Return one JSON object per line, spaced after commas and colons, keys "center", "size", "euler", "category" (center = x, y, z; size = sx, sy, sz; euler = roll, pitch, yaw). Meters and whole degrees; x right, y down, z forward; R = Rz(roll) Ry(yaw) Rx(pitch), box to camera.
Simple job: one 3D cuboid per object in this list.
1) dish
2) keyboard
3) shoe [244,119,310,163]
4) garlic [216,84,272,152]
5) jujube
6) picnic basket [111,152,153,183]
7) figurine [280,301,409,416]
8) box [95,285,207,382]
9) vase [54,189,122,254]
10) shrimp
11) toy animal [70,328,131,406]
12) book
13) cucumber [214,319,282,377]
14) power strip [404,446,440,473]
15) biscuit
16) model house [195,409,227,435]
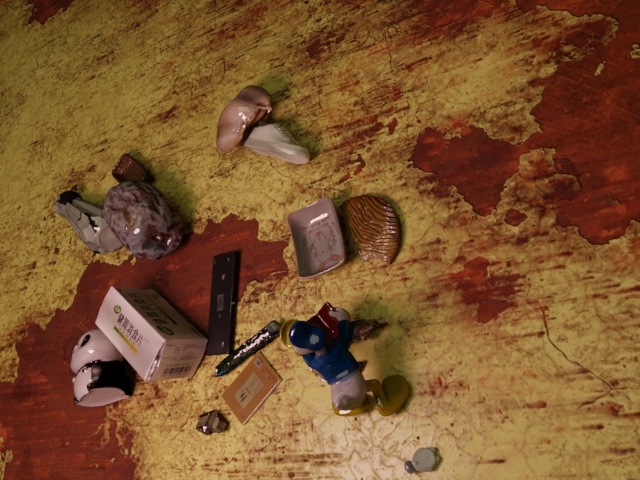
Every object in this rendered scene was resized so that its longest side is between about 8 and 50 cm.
{"center": [0.000, 0.000, 1.673], "size": [0.151, 0.077, 0.213], "euler": [-24, 61, 21], "category": "dish"}
{"center": [-0.292, 0.189, 1.818], "size": [0.106, 0.027, 0.317], "euler": [-11, 67, 32], "category": "keyboard"}
{"center": [-0.126, -0.313, 1.858], "size": [0.264, 0.095, 0.110], "euler": [17, 81, 38], "category": "shoe"}
{"center": [-0.252, -0.413, 1.925], "size": [0.228, 0.110, 0.217], "euler": [-30, 32, 37], "category": "garlic"}
{"center": [-0.586, -0.073, 1.982], "size": [0.226, 0.226, 0.317], "euler": [-54, 49, 4], "category": "jujube"}
{"center": [-0.690, -0.240, 2.206], "size": [0.193, 0.055, 0.110], "euler": [39, 96, 35], "category": "picnic basket"}
{"center": [0.031, 0.251, 1.410], "size": [0.204, 0.338, 0.284], "euler": [-28, 49, 14], "category": "figurine"}
{"center": [-0.513, 0.281, 1.820], "size": [0.332, 0.173, 0.145], "euler": [33, 103, 35], "category": "box"}
{"center": [-0.847, -0.075, 2.191], "size": [0.360, 0.165, 0.165], "euler": [27, 88, 40], "category": "vase"}
{"center": [0.072, 0.279, 1.549], "size": [0.251, 0.052, 0.144], "euler": [-30, 71, 27], "category": "shrimp"}
{"center": [-0.705, 0.397, 1.913], "size": [0.187, 0.165, 0.235], "euler": [-40, 57, 35], "category": "toy animal"}
{"center": [-0.194, 0.413, 1.682], "size": [0.172, 0.012, 0.118], "euler": [-50, 55, 6], "category": "book"}
{"center": [-0.210, 0.312, 1.709], "size": [0.256, 0.044, 0.043], "euler": [-39, 75, 16], "category": "cucumber"}
{"center": [0.232, 0.507, 1.375], "size": [0.083, 0.035, 0.055], "euler": [-29, 59, 5], "category": "power strip"}
{"center": [0.127, -0.037, 1.635], "size": [0.228, 0.031, 0.176], "euler": [23, 84, 35], "category": "biscuit"}
{"center": [-0.306, 0.511, 1.698], "size": [0.083, 0.057, 0.058], "euler": [-31, 30, 41], "category": "model house"}
